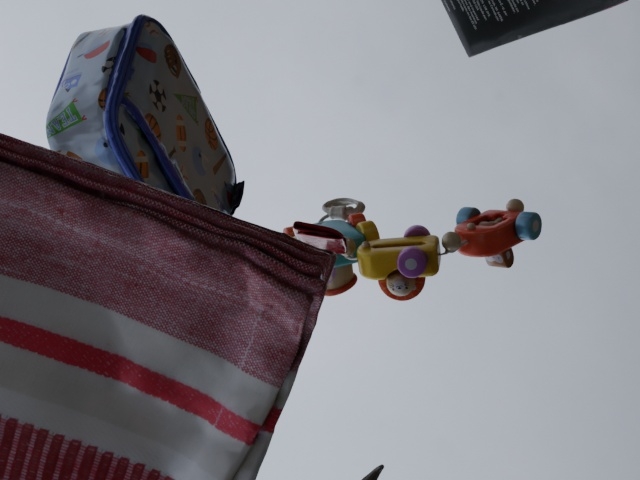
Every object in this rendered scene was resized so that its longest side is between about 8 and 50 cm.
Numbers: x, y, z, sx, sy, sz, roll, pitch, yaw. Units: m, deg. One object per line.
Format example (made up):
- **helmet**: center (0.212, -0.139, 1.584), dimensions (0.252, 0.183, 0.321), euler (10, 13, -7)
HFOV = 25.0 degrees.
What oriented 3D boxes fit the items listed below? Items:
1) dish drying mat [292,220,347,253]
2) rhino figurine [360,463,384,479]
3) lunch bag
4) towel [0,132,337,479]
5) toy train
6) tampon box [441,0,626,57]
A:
- **dish drying mat**: center (0.000, 0.000, 0.875), dimensions (0.083, 0.032, 0.008), euler (78, -158, -82)
- **rhino figurine**: center (0.001, 0.314, 1.328), dimensions (0.073, 0.106, 0.243), euler (34, -104, -10)
- **lunch bag**: center (-0.189, -0.080, 1.632), dimensions (0.243, 0.115, 0.303), euler (-85, -26, -46)
- **towel**: center (-0.154, 0.113, 0.676), dimensions (0.237, 0.329, 0.037), euler (19, -160, -2)
- **toy train**: center (0.058, 0.007, 0.970), dimensions (0.125, 0.166, 0.046), euler (-28, -64, -51)
- **tampon box**: center (0.179, -0.225, 1.099), dimensions (0.120, 0.161, 0.101), euler (-39, -73, -38)
